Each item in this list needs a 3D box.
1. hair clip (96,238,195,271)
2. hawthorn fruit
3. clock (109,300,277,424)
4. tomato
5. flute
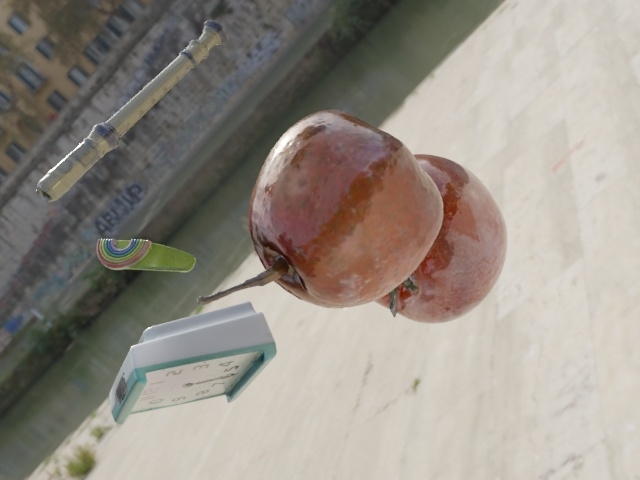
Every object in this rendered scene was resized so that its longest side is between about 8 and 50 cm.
[{"bbox_3d":[-0.313,0.030,1.587,0.033,0.188,0.060,75,-156,-63],"label":"hair clip"},{"bbox_3d":[0.029,-0.022,1.099,0.231,0.235,0.263,6,-82,-72],"label":"hawthorn fruit"},{"bbox_3d":[-0.218,0.197,1.458,0.231,0.116,0.262,-9,-22,-24],"label":"clock"},{"bbox_3d":[0.161,-0.009,1.398,0.227,0.270,0.270,-46,8,-37],"label":"tomato"},{"bbox_3d":[-0.154,-0.112,0.753,0.233,0.027,0.027,-52,11,-33],"label":"flute"}]
